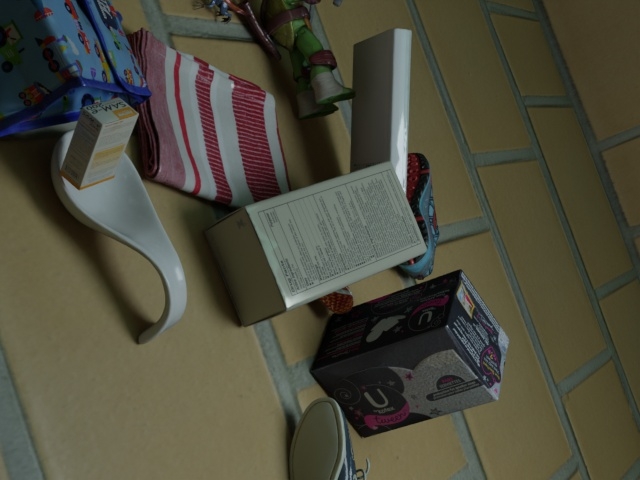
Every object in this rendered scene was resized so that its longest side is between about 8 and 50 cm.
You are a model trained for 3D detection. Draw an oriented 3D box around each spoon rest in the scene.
[{"bbox_3d":[-0.240,-0.013,1.304,0.276,0.084,0.137,65,30,-7],"label":"spoon rest"}]

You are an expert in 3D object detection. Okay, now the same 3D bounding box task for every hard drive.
[{"bbox_3d":[0.096,-0.184,1.769,0.040,0.203,0.308,2,92,-17],"label":"hard drive"}]

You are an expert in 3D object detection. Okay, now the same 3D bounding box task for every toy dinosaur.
[{"bbox_3d":[-0.163,-0.392,1.695,0.082,0.090,0.047,81,-6,-50],"label":"toy dinosaur"}]

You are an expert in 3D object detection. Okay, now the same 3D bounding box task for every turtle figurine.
[{"bbox_3d":[0.010,-0.359,1.821,0.274,0.197,0.266,-7,80,-55],"label":"turtle figurine"}]

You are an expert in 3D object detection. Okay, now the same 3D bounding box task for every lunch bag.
[{"bbox_3d":[-0.310,-0.254,1.244,0.221,0.138,0.293,64,17,-2],"label":"lunch bag"}]

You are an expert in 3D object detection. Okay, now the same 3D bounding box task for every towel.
[{"bbox_3d":[-0.152,-0.161,1.579,0.329,0.037,0.237,18,54,-53],"label":"towel"}]

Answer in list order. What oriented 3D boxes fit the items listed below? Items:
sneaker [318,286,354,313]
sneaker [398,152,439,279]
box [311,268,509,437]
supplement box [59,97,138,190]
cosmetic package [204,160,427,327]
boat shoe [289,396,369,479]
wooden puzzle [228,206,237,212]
[{"bbox_3d":[-0.016,0.046,1.664,0.175,0.064,0.067,54,-2,-13],"label":"sneaker"},{"bbox_3d":[0.169,-0.042,1.993,0.125,0.104,0.262,57,31,-52],"label":"sneaker"},{"bbox_3d":[0.139,0.179,1.621,0.163,0.247,0.142,54,35,-23],"label":"box"},{"bbox_3d":[-0.257,-0.112,1.227,0.036,0.098,0.062,39,34,16],"label":"supplement box"},{"bbox_3d":[0.000,0.000,1.564,0.309,0.113,0.160,-19,86,-42],"label":"cosmetic package"},{"bbox_3d":[0.017,0.347,1.469,0.079,0.095,0.255,27,51,-47],"label":"boat shoe"},{"bbox_3d":[-0.119,-0.050,1.597,0.083,0.006,0.049,59,31,-15],"label":"wooden puzzle"}]
